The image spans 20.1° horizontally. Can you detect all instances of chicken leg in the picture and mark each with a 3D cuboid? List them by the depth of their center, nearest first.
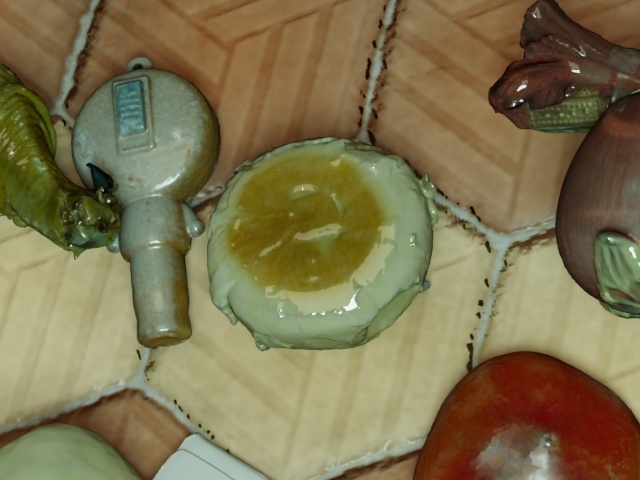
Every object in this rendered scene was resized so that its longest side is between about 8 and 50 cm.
[{"bbox_3d":[-0.213,-0.049,1.259,0.228,0.088,0.103,44,114,32],"label":"chicken leg"}]

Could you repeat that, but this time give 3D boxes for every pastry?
[{"bbox_3d":[0.000,0.000,1.207,0.166,0.088,0.166,-3,68,8],"label":"pastry"}]

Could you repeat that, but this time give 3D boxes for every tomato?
[{"bbox_3d":[0.132,0.142,1.132,0.156,0.069,0.155,-4,70,11],"label":"tomato"}]

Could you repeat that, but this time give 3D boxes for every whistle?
[{"bbox_3d":[-0.120,-0.032,1.263,0.107,0.057,0.220,-10,70,10],"label":"whistle"}]

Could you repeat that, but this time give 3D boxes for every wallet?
[{"bbox_3d":[-0.053,0.180,1.184,0.122,0.025,0.061,30,72,21],"label":"wallet"}]

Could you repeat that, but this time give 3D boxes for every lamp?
[{"bbox_3d":[0.213,-0.035,1.142,0.215,0.151,0.223,-2,63,27],"label":"lamp"}]

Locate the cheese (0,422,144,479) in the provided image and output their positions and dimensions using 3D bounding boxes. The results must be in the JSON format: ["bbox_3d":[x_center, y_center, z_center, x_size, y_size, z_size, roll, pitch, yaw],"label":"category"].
[{"bbox_3d":[-0.111,0.309,1.090,0.328,0.129,0.351,15,75,20],"label":"cheese"}]
